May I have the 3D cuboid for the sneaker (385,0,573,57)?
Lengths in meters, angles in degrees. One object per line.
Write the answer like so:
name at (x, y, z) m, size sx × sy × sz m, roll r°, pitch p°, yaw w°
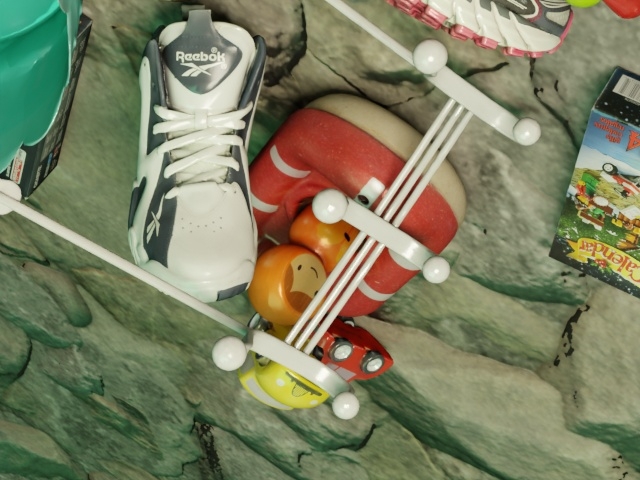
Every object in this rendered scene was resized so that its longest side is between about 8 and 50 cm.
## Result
sneaker at (0.038, -0.211, 0.945) m, size 0.299 × 0.112 × 0.121 m, roll 35°, pitch -175°, yaw -20°

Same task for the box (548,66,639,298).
box at (0.274, -0.001, 1.047) m, size 0.233 × 0.044 × 0.159 m, roll 25°, pitch 145°, yaw 14°

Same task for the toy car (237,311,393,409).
toy car at (-0.061, 0.052, 1.290) m, size 0.225 × 0.053 × 0.239 m, roll 41°, pitch -168°, yaw 10°

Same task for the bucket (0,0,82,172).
bucket at (-0.289, -0.186, 1.105) m, size 0.281 × 0.183 × 0.281 m, roll 2°, pitch 130°, yaw 2°

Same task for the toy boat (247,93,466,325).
toy boat at (0.000, 0.000, 1.189) m, size 0.151 × 0.151 × 0.231 m, roll 37°, pitch 147°, yaw -4°

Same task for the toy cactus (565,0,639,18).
toy cactus at (0.151, -0.203, 0.816) m, size 0.181 × 0.112 × 0.219 m, roll 10°, pitch 145°, yaw -19°

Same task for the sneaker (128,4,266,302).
sneaker at (-0.087, -0.078, 1.135) m, size 0.094 × 0.235 × 0.153 m, roll 3°, pitch 129°, yaw -1°

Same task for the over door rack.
over door rack at (-0.042, -0.054, 0.999) m, size 0.324 × 0.239 × 0.108 m, roll 33°, pitch -176°, yaw -23°

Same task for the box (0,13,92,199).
box at (-0.289, -0.151, 1.344) m, size 0.175 × 0.051 × 0.220 m, roll 33°, pitch 146°, yaw 3°
